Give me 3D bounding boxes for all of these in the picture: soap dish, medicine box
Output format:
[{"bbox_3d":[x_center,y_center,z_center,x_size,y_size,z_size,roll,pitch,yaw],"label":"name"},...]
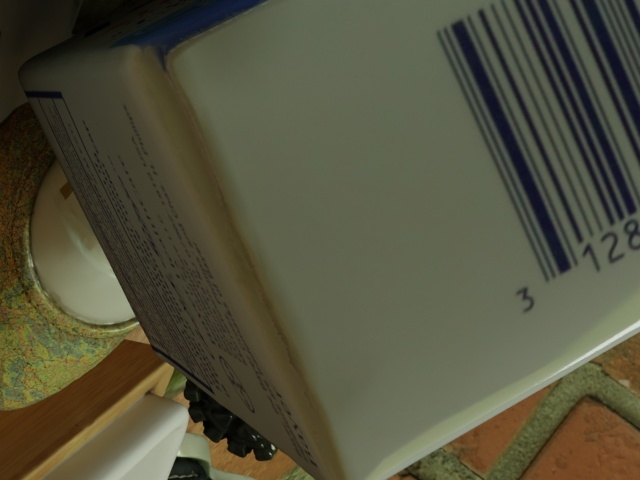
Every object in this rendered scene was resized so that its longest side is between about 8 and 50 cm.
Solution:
[{"bbox_3d":[-0.209,0.199,0.964,0.229,0.118,0.291,-40,161,-46],"label":"soap dish"},{"bbox_3d":[0.049,-0.059,0.599,0.263,0.149,0.289,-29,-167,-13],"label":"medicine box"}]

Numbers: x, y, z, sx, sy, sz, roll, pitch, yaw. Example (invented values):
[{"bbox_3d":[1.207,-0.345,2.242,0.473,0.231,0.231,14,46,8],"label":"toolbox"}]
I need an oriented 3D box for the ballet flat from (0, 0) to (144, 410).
[{"bbox_3d":[-0.066,-0.061,0.777,0.349,0.123,0.123,-55,167,-6],"label":"ballet flat"}]

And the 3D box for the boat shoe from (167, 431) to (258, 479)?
[{"bbox_3d":[-0.111,0.242,1.317,0.340,0.127,0.113,85,-1,-71],"label":"boat shoe"}]

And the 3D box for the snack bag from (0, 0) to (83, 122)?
[{"bbox_3d":[-0.175,-0.088,0.532,0.342,0.037,0.323,-47,166,-38],"label":"snack bag"}]

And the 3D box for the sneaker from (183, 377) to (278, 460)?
[{"bbox_3d":[0.000,0.000,1.229,0.344,0.134,0.146,-59,-178,31],"label":"sneaker"}]
